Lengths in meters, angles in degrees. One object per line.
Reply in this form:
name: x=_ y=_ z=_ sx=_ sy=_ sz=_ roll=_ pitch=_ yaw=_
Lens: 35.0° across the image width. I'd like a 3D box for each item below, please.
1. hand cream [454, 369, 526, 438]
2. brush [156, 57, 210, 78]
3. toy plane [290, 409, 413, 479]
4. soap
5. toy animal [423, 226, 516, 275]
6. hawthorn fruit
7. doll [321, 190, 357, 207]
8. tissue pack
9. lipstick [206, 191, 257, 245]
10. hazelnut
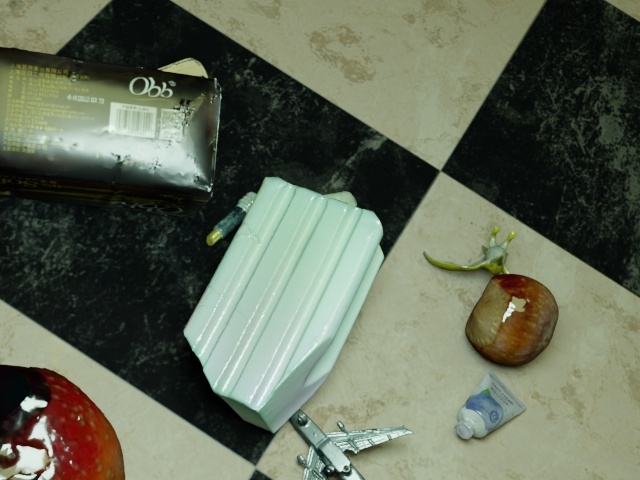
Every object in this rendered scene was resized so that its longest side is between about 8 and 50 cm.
hand cream: x=0.262 y=0.265 z=1.602 sx=0.084 sy=0.053 sz=0.142 roll=47 pitch=48 yaw=13
brush: x=-0.339 y=-0.219 z=1.691 sx=0.327 sy=0.065 sz=0.070 roll=-24 pitch=89 yaw=-19
toy plane: x=0.025 y=0.323 z=1.480 sx=0.226 sy=0.058 sz=0.226 roll=-38 pitch=77 yaw=-16
soap: x=-0.056 y=0.094 z=1.507 sx=0.208 sy=0.115 sz=0.347 roll=19 pitch=67 yaw=17
toy animal: x=0.289 y=0.023 z=1.700 sx=0.219 sy=0.155 sz=0.095 roll=19 pitch=65 yaw=3
hawthorn fruit: x=-0.380 y=0.285 z=1.223 sx=0.315 sy=0.316 sz=0.316 roll=8 pitch=58 yaw=-13
doll: x=0.000 y=0.000 z=1.655 sx=0.103 sy=0.071 sz=0.214 roll=25 pitch=61 yaw=-4
tissue pack: x=-0.338 y=-0.164 z=1.547 sx=0.369 sy=0.198 sz=0.210 roll=7 pitch=75 yaw=-14
lipstick: x=-0.144 y=-0.033 z=1.653 sx=0.037 sy=0.037 sz=0.116 roll=42 pitch=61 yaw=9
hazelnut: x=0.310 y=0.130 z=1.631 sx=0.143 sy=0.154 sz=0.143 roll=24 pitch=17 yaw=-8
